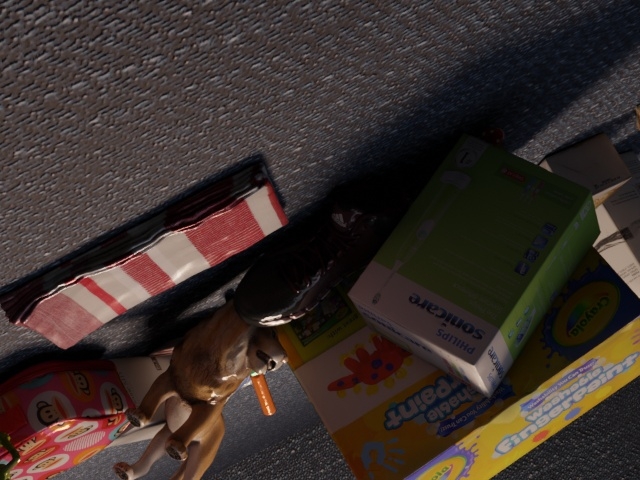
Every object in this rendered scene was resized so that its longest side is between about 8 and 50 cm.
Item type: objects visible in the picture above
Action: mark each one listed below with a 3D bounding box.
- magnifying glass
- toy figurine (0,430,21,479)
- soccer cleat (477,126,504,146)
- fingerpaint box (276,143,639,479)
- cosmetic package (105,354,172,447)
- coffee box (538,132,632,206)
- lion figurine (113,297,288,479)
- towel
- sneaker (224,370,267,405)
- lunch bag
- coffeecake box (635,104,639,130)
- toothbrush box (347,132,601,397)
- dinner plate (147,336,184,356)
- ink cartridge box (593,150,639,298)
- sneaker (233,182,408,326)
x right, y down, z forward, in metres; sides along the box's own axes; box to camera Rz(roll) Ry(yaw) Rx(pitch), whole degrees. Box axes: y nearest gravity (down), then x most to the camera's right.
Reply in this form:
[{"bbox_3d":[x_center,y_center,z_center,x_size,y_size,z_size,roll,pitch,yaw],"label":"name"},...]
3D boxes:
[{"bbox_3d":[-0.107,0.185,1.817,0.026,0.092,0.231,-17,128,-4],"label":"magnifying glass"},{"bbox_3d":[-0.505,0.266,1.325,0.217,0.191,0.362,-13,159,-34],"label":"toy figurine"},{"bbox_3d":[0.235,-0.139,1.643,0.036,0.029,0.083,-30,173,-36],"label":"soccer cleat"},{"bbox_3d":[0.193,0.135,1.679,0.445,0.371,0.163,-36,142,1],"label":"fingerpaint box"},{"bbox_3d":[-0.277,0.248,1.838,0.085,0.117,0.231,-33,167,16],"label":"cosmetic package"},{"bbox_3d":[0.426,-0.077,2.090,0.141,0.098,0.246,-23,165,-24],"label":"coffee box"},{"bbox_3d":[-0.183,0.250,1.716,0.240,0.142,0.392,-50,174,-39],"label":"lion figurine"},{"bbox_3d":[-0.193,0.028,1.376,0.329,0.037,0.237,-28,167,-2],"label":"towel"},{"bbox_3d":[-0.197,0.266,2.170,0.211,0.080,0.081,-40,158,7],"label":"sneaker"},{"bbox_3d":[-0.427,0.274,1.620,0.293,0.120,0.258,-32,165,16],"label":"lunch bag"},{"bbox_3d":[0.641,-0.236,2.006,0.185,0.068,0.142,-32,165,10],"label":"coffeecake box"},{"bbox_3d":[0.208,0.029,1.553,0.283,0.206,0.122,-54,149,-14],"label":"toothbrush box"},{"bbox_3d":[-0.202,0.160,1.823,0.141,0.017,0.141,-13,170,-2],"label":"dinner plate"},{"bbox_3d":[0.585,-0.019,2.246,0.197,0.272,0.114,-15,161,-43],"label":"ink cartridge box"},{"bbox_3d":[0.000,0.000,1.570,0.281,0.106,0.162,-32,158,-13],"label":"sneaker"}]
